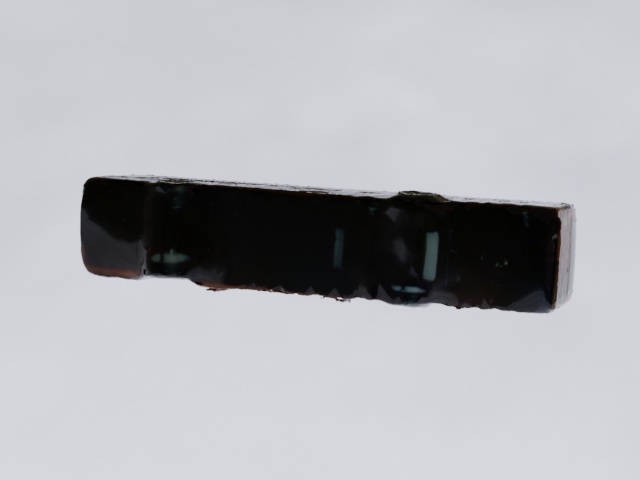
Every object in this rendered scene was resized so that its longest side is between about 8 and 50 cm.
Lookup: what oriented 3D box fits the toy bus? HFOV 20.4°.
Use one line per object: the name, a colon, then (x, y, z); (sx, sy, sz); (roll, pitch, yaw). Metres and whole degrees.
toy bus: (0.000, 0.000, 1.417); (0.408, 0.093, 0.092); (5, -173, 23)
